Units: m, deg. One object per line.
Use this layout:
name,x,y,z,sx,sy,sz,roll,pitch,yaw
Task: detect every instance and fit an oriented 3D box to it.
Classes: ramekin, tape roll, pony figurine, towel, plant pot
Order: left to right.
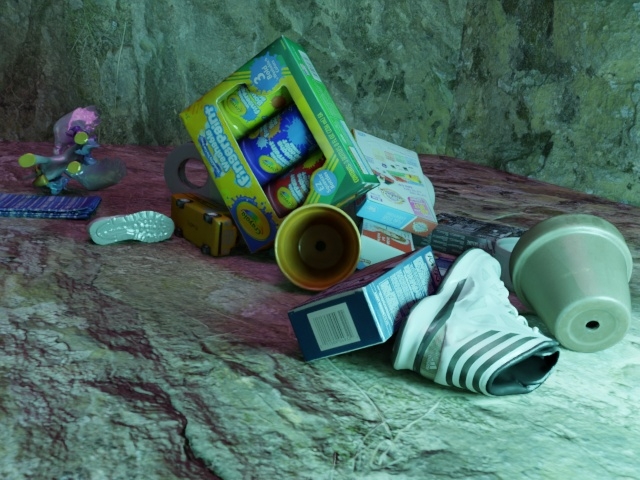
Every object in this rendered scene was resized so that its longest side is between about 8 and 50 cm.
towel,-0.877,-0.117,1.944,0.335,0.040,0.243,2,15,-12
pony figurine,-0.875,-0.292,2.157,0.350,0.303,0.363,-29,13,-19
tape roll,-0.445,-0.243,2.205,0.219,0.219,0.072,7,17,7
plant pot,-0.004,0.016,1.525,0.205,0.205,0.188,6,0,2
ramekin,0.563,0.071,1.644,0.207,0.109,0.207,5,16,-1
plant pot,0.553,0.107,1.317,0.262,0.263,0.229,6,32,2

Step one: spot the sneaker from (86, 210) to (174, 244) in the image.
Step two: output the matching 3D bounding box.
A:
sneaker,-0.528,-0.041,1.721,0.234,0.090,0.094,-1,8,-28

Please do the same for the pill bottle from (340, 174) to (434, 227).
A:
pill bottle,0.177,-0.126,1.988,0.407,0.229,0.229,-9,22,-42

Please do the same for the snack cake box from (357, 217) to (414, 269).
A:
snack cake box,0.166,0.018,1.669,0.152,0.089,0.264,24,16,-1

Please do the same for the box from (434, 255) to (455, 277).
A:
box,0.322,0.090,1.624,0.136,0.037,0.225,11,18,18

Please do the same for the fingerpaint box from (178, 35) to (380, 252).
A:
fingerpaint box,-0.116,-0.248,1.665,0.371,0.445,0.163,-30,-7,21

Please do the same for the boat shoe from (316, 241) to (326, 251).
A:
boat shoe,0.001,-0.001,1.758,0.223,0.080,0.073,30,13,31

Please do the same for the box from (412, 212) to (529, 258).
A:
box,0.481,-0.009,1.962,0.307,0.077,0.242,14,18,29

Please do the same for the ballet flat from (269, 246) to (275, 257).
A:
ballet flat,-0.083,0.039,1.669,0.114,0.041,0.041,14,18,24

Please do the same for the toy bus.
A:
toy bus,-0.329,-0.051,1.775,0.130,0.108,0.332,-4,18,-37

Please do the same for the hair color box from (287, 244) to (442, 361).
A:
hair color box,0.103,0.114,1.214,0.173,0.105,0.347,-20,1,30

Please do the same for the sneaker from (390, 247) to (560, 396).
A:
sneaker,0.334,0.171,1.192,0.257,0.169,0.447,22,29,23

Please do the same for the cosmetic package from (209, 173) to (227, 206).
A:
cosmetic package,-0.220,-0.224,1.907,0.217,0.385,0.156,11,16,18

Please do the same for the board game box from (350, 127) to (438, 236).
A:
board game box,0.201,-0.173,1.817,0.242,0.064,0.317,17,43,-23
